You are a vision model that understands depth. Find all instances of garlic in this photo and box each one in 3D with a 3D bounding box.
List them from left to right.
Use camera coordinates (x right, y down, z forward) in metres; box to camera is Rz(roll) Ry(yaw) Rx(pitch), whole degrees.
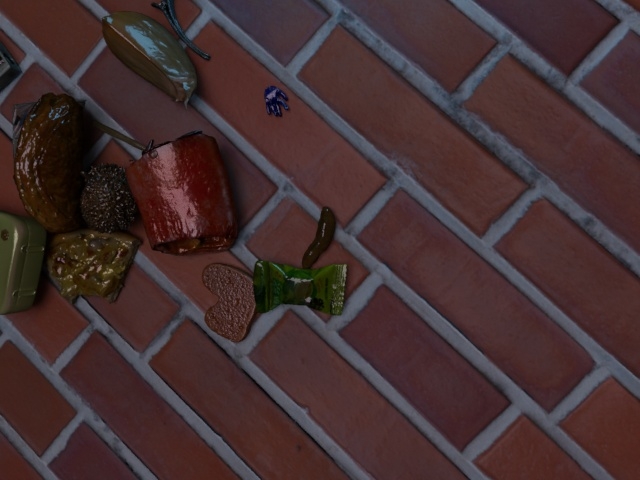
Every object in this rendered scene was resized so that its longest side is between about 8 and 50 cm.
[{"bbox_3d":[-0.443,-0.468,1.605,0.151,0.196,0.338,-42,90,21],"label":"garlic"}]

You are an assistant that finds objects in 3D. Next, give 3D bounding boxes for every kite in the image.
[{"bbox_3d":[-0.812,-0.301,1.756,0.335,0.011,0.314,-45,82,7],"label":"kite"}]

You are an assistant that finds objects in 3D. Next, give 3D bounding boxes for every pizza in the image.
[{"bbox_3d":[-0.671,0.073,1.692,0.324,0.089,0.223,-3,86,11],"label":"pizza"}]

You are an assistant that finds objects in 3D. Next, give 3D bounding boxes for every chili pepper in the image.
[{"bbox_3d":[-0.360,-0.108,1.562,0.251,0.229,0.305,-15,86,-22],"label":"chili pepper"}]

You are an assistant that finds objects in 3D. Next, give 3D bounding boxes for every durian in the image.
[{"bbox_3d":[-0.581,-0.120,1.616,0.167,0.196,0.196,-30,84,12],"label":"durian"}]

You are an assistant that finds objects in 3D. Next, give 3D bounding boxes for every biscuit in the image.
[{"bbox_3d":[-0.260,0.167,1.637,0.186,0.036,0.192,22,94,12],"label":"biscuit"}]

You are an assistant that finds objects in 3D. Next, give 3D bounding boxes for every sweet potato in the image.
[{"bbox_3d":[0.000,0.001,1.585,0.054,0.053,0.182,20,97,-29],"label":"sweet potato"}]

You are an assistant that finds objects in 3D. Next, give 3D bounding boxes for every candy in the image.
[{"bbox_3d":[-0.054,0.127,1.576,0.246,0.069,0.149,3,102,10],"label":"candy"}]

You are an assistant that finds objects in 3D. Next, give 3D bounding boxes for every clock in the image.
[{"bbox_3d":[-0.959,0.036,1.702,0.348,0.117,0.286,18,98,23],"label":"clock"}]

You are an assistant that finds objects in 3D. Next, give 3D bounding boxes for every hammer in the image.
[{"bbox_3d":[-0.573,-0.302,1.711,0.199,0.013,0.062,27,94,9],"label":"hammer"}]

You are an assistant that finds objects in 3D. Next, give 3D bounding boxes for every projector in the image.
[{"bbox_3d":[-0.982,-0.529,1.764,0.115,0.061,0.147,-38,83,9],"label":"projector"}]

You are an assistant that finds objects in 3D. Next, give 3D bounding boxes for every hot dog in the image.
[{"bbox_3d":[-0.739,-0.211,1.622,0.174,0.267,0.387,-1,92,-23],"label":"hot dog"}]

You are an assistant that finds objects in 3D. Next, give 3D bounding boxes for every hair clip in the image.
[{"bbox_3d":[-0.389,-0.595,1.673,0.070,0.039,0.229,-35,88,9],"label":"hair clip"}]

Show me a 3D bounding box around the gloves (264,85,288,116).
[{"bbox_3d":[-0.121,-0.382,1.622,0.064,0.026,0.086,-13,87,8],"label":"gloves"}]
